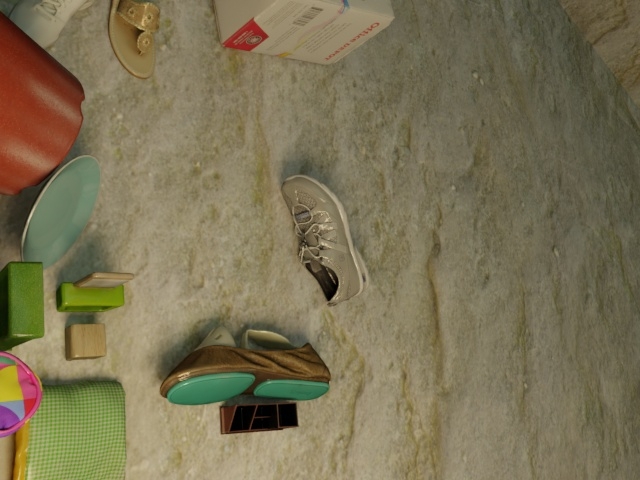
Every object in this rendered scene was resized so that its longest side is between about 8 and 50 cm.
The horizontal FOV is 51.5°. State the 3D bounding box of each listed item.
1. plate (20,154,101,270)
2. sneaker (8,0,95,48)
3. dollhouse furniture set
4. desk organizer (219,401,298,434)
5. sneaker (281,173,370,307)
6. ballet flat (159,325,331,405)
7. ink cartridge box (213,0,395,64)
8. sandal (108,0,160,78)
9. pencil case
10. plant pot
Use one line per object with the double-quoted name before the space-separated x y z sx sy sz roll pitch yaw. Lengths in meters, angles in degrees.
"plate" -0.377 -0.042 0.954 0.024 0.188 0.188 26 53 2
"sneaker" -0.430 -0.397 1.090 0.080 0.094 0.212 43 50 -23
"dollhouse furniture set" -0.338 0.195 0.899 0.198 0.151 0.301 5 71 -40
"desk organizer" -0.104 0.303 1.135 0.130 0.050 0.047 9 68 -39
"sneaker" 0.000 0.000 1.308 0.115 0.105 0.281 -37 99 -44
"ballet flat" -0.126 0.207 1.125 0.342 0.116 0.124 8 48 -40
"ink cartridge box" -0.035 -0.486 1.385 0.306 0.226 0.131 -6 79 -44
"sandal" -0.330 -0.419 1.198 0.088 0.079 0.240 2 72 -41
"pencil case" -0.424 0.203 0.760 0.104 0.236 0.104 35 40 -36
"plant pot" -0.470 -0.199 0.846 0.265 0.272 0.272 38 49 -53
